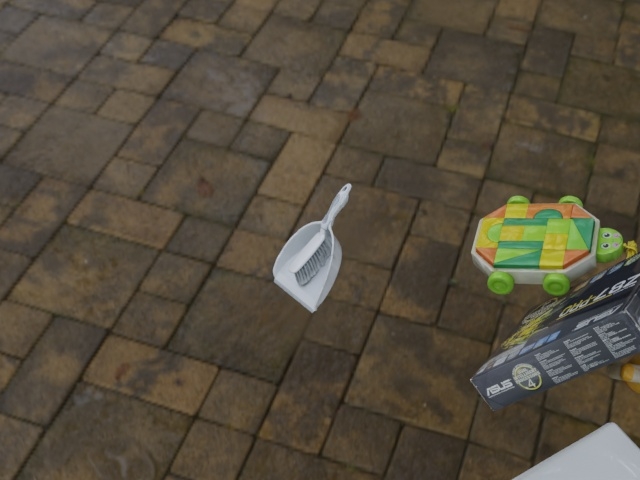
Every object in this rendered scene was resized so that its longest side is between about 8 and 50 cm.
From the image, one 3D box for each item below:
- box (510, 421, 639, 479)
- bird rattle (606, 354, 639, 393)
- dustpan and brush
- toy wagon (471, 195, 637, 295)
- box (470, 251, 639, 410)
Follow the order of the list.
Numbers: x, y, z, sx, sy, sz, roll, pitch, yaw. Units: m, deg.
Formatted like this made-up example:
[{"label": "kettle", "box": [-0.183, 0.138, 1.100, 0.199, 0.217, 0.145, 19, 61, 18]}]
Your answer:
[{"label": "box", "box": [0.213, 0.330, 0.582, 0.168, 0.215, 0.345, -19, 52, -31]}, {"label": "bird rattle", "box": [0.685, 0.267, 1.874, 0.206, 0.143, 0.253, 11, 5, 4]}, {"label": "dustpan and brush", "box": [0.000, 0.000, 1.577, 0.211, 0.060, 0.147, -52, 40, -3]}, {"label": "toy wagon", "box": [0.511, 0.003, 2.028, 0.344, 0.068, 0.267, 0, 44, 24]}, {"label": "box", "box": [0.523, 0.169, 1.848, 0.097, 0.395, 0.318, 52, 44, -2]}]
